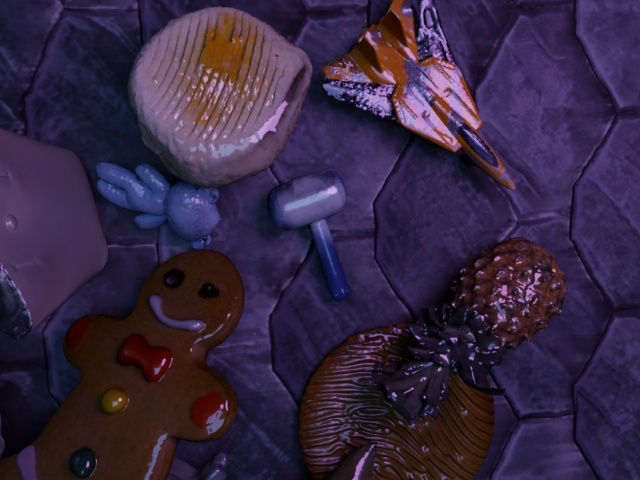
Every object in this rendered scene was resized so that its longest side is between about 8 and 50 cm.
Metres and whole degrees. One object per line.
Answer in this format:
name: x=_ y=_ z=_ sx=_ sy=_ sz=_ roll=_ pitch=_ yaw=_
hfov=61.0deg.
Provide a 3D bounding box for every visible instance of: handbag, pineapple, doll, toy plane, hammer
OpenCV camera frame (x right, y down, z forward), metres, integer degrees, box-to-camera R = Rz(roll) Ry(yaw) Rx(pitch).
handbag: x=-0.343 y=-0.022 z=0.622 sx=0.109 sy=0.315 sz=0.241 roll=-17 pitch=97 yaw=-8
pineapple: x=0.211 y=0.132 z=0.760 sx=0.310 sy=0.170 sz=0.141 roll=-38 pitch=140 yaw=-16
doll: x=-0.221 y=-0.063 z=0.764 sx=0.179 sy=0.120 sz=0.075 roll=27 pitch=46 yaw=5
toy plane: x=0.171 y=-0.189 z=0.788 sx=0.204 sy=0.103 sz=0.316 roll=-45 pitch=105 yaw=0
hammer: x=0.000 y=0.000 z=0.795 sx=0.116 sy=0.069 sz=0.194 roll=-20 pitch=101 yaw=-6

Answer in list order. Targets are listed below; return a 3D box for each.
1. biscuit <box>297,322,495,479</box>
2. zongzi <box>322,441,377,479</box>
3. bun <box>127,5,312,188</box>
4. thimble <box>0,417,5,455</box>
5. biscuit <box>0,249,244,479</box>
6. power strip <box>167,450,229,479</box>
biscuit: x=0.121 y=0.286 z=0.844 sx=0.317 sy=0.040 sz=0.318 roll=-1 pitch=95 yaw=-6
zongzi: x=-0.088 y=0.469 z=0.705 sx=0.356 sy=0.174 sz=0.393 roll=5 pitch=100 yaw=-40
bun: x=-0.125 y=-0.175 z=0.717 sx=0.243 sy=0.153 sz=0.244 roll=0 pitch=71 yaw=1
thimble: x=-0.524 y=0.252 z=0.677 sx=0.219 sy=0.219 sz=0.150 roll=-6 pitch=97 yaw=-7
biscuit: x=-0.247 y=0.194 z=0.706 sx=0.283 sy=0.064 sz=0.432 roll=24 pitch=74 yaw=21
power strip: x=-0.217 y=0.386 z=0.758 sx=0.140 sy=0.139 sz=0.224 roll=35 pitch=90 yaw=-8
